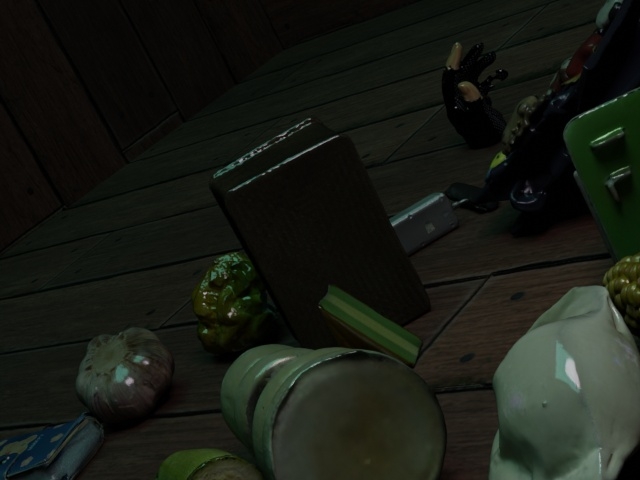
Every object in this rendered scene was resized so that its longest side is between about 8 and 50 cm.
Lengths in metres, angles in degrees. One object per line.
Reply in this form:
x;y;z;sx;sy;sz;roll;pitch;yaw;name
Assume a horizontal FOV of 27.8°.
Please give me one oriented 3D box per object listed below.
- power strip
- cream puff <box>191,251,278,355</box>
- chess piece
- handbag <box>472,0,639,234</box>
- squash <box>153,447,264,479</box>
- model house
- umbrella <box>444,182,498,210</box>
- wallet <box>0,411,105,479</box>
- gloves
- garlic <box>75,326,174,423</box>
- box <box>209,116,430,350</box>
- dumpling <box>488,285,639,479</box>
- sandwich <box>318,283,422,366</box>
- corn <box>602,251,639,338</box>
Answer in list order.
0.108;0.001;1.887;0.252;0.060;0.027;-30;17;-10;power strip
-0.126;0.087;1.867;0.121;0.156;0.156;-10;17;-2;cream puff
-0.012;0.184;1.362;0.182;0.182;0.330;-32;11;-14;chess piece
0.353;-0.189;1.741;0.329;0.122;0.303;-46;-8;-41;handbag
-0.144;0.275;1.445;0.094;0.094;0.224;-35;11;-22;squash
0.453;-0.126;1.435;0.357;0.242;0.313;-27;13;11;model house
0.228;-0.065;1.952;0.036;0.031;0.133;-53;21;-6;umbrella
-0.407;0.307;1.780;0.202;0.059;0.141;-18;21;28;wallet
0.253;-0.253;2.209;0.106;0.181;0.129;-11;23;45;gloves
-0.273;0.194;1.834;0.159;0.102;0.147;4;48;42;garlic
0.000;0.000;1.685;0.184;0.273;0.143;-30;16;-6;box
0.214;0.162;1.182;0.179;0.131;0.252;-40;30;33;dumpling
0.061;0.101;1.561;0.074;0.116;0.074;-21;18;23;sandwich
0.388;0.059;1.167;0.130;0.130;0.347;-34;14;-20;corn
